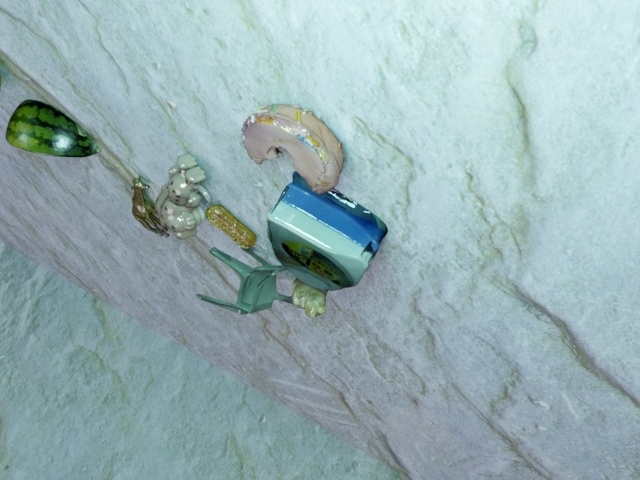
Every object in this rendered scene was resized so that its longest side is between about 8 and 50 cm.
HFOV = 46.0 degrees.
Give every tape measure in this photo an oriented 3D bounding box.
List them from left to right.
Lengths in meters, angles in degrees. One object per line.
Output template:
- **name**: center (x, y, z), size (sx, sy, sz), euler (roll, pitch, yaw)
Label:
- **tape measure**: center (0.000, 0.000, 1.779), size (0.259, 0.138, 0.262), euler (31, 154, 5)

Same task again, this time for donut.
- **donut**: center (-0.052, -0.200, 1.545), size (0.233, 0.085, 0.199), euler (29, 154, 8)

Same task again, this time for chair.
- **chair**: center (-0.172, 0.110, 2.085), size (0.275, 0.190, 0.203), euler (20, -164, 32)

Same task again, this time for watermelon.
- **watermelon**: center (-0.785, -0.330, 2.137), size (0.303, 0.159, 0.128), euler (20, 113, 21)

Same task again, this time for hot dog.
- **hot dog**: center (-0.248, -0.040, 2.080), size (0.165, 0.045, 0.071), euler (40, 154, -17)

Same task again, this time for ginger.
- **ginger**: center (-0.016, 0.120, 1.919), size (0.137, 0.213, 0.074), euler (-10, 132, 36)

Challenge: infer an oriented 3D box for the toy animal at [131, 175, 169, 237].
- **toy animal**: center (-0.522, -0.099, 2.273), size (0.149, 0.054, 0.275), euler (13, 147, 30)

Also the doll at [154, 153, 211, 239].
- **doll**: center (-0.359, -0.111, 1.989), size (0.154, 0.119, 0.278), euler (59, 148, 10)
